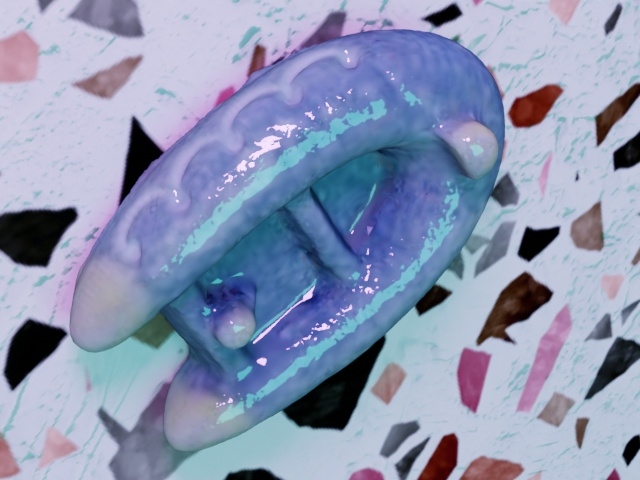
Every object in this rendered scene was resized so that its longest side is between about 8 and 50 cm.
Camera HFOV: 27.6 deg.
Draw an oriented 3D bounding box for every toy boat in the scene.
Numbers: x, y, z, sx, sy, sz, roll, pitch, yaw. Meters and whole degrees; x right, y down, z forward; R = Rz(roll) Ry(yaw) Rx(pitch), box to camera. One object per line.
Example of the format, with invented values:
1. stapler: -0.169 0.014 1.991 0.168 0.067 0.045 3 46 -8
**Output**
1. toy boat: 0.000 0.000 0.859 0.330 0.123 0.215 -40 128 -11
